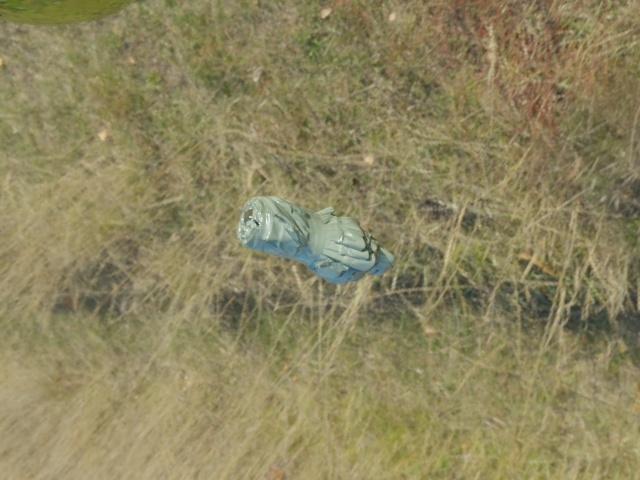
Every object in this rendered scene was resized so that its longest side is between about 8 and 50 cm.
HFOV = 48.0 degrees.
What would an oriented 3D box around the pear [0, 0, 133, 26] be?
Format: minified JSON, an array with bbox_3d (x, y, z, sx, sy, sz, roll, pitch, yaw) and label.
[{"bbox_3d":[-0.339,-0.435,0.863,0.391,0.391,0.391,24,140,22],"label":"pear"}]

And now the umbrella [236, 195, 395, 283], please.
[{"bbox_3d":[0.000,0.000,0.596,0.144,0.062,0.067,19,173,-27],"label":"umbrella"}]
